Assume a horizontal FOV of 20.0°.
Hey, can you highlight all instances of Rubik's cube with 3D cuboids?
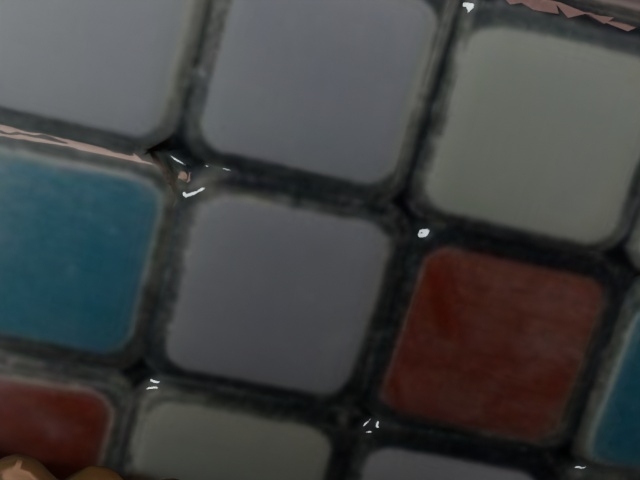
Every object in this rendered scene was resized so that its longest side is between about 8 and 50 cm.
[{"bbox_3d":[0.000,0.000,0.596,0.259,0.253,0.256,11,22,-9],"label":"Rubik's cube"}]

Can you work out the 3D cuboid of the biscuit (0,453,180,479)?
[{"bbox_3d":[-0.061,0.142,0.406,0.325,0.044,0.217,11,45,-12],"label":"biscuit"}]
